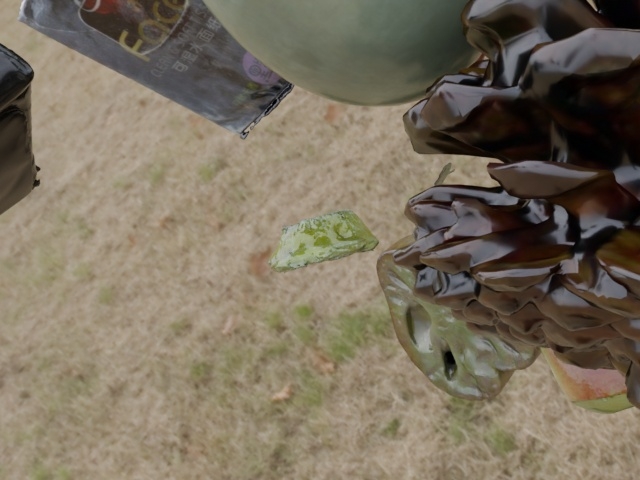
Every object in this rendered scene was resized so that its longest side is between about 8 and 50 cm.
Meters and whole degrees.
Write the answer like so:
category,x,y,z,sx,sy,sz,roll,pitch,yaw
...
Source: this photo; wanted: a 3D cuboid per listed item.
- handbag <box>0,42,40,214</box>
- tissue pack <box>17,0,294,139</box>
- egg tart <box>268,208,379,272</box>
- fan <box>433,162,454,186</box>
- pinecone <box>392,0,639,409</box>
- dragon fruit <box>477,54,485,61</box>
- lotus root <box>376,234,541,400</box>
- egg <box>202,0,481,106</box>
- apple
category,x,y,z,sx,sy,sz,roll,pitch,yaw
handbag,-0.345,-0.043,0.642,0.247,0.080,0.223,-51,-1,-32
tissue pack,-0.188,-0.314,1.028,0.259,0.361,0.122,-37,39,41
egg tart,0.000,0.000,1.261,0.197,0.078,0.197,-13,-1,0
fan,0.246,-0.130,1.499,0.083,0.004,0.056,-23,-37,-55
pinecone,0.248,-0.061,0.499,0.397,0.398,0.398,-28,34,21
dragon fruit,0.240,-0.373,1.374,0.130,0.142,0.121,-2,3,-12
lotus root,0.272,0.133,1.522,0.375,0.391,0.111,39,51,25
egg,0.010,-0.263,0.616,0.258,0.352,0.259,-22,44,23
apple,0.385,0.122,0.964,0.188,0.174,0.207,-31,3,29
